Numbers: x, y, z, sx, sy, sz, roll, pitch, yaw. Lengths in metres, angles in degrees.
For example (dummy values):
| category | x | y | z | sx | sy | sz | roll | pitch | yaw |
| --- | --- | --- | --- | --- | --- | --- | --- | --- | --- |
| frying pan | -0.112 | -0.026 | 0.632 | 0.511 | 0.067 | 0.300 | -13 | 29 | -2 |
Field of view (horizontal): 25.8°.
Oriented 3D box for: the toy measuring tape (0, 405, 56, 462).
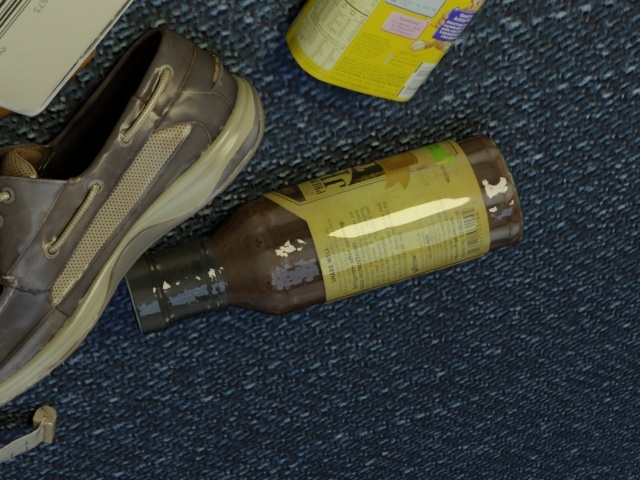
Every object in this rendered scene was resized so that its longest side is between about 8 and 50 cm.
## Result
| category | x | y | z | sx | sy | sz | roll | pitch | yaw |
| --- | --- | --- | --- | --- | --- | --- | --- | --- | --- |
| toy measuring tape | -0.409 | 0.210 | 1.291 | 0.330 | 0.121 | 0.121 | -27 | 148 | -33 |

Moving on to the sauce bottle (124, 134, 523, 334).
| category | x | y | z | sx | sy | sz | roll | pitch | yaw |
| --- | --- | --- | --- | --- | --- | --- | --- | --- | --- |
| sauce bottle | 0.000 | 0.000 | 1.215 | 0.344 | 0.111 | 0.111 | -16 | 141 | -10 |

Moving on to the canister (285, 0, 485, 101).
| category | x | y | z | sx | sy | sz | roll | pitch | yaw |
| --- | --- | --- | --- | --- | --- | --- | --- | --- | --- |
| canister | 0.065 | -0.192 | 1.056 | 0.126 | 0.073 | 0.170 | 11 | 132 | -35 |

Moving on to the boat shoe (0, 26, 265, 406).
| category | x | y | z | sx | sy | sz | roll | pitch | yaw |
| --- | --- | --- | --- | --- | --- | --- | --- | --- | --- |
| boat shoe | -0.203 | -0.020 | 1.053 | 0.355 | 0.132 | 0.130 | -48 | 120 | -8 |

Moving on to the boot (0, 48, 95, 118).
| category | x | y | z | sx | sy | sz | roll | pitch | yaw |
| --- | --- | --- | --- | --- | --- | --- | --- | --- | --- |
| boot | -0.276 | -0.043 | 0.947 | 0.295 | 0.211 | 0.104 | -17 | 142 | -8 |

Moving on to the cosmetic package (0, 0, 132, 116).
| category | x | y | z | sx | sy | sz | roll | pitch | yaw |
| --- | --- | --- | --- | --- | --- | --- | --- | --- | --- |
| cosmetic package | -0.205 | -0.221 | 0.698 | 0.160 | 0.309 | 0.113 | 20 | 125 | -42 |
